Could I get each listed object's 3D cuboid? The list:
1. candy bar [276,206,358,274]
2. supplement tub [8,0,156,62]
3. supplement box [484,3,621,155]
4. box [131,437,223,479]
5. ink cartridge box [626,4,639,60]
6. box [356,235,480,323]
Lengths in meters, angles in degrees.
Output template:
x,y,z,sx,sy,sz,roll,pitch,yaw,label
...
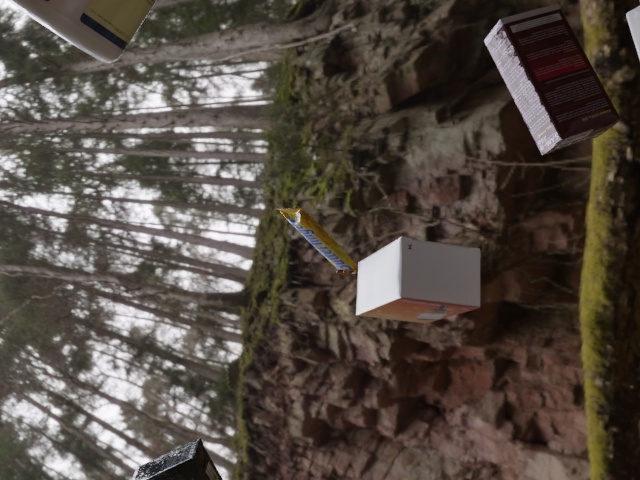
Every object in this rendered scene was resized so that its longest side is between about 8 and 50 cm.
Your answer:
x,y,z,sx,sy,sz,roll,pitch,yaw,label
0.000,0.000,0.940,0.161,0.040,0.018,46,-127,-37,candy bar
-0.354,-0.485,1.094,0.235,0.235,0.325,31,-84,-41,supplement tub
0.402,-0.282,1.172,0.130,0.073,0.239,-19,-102,-17,supplement box
-0.295,0.534,1.422,0.158,0.093,0.156,-26,-80,5,box
0.442,-0.148,0.635,0.171,0.168,0.232,-13,-94,-29,ink cartridge box
0.144,0.066,1.020,0.130,0.170,0.091,9,-107,-16,box
